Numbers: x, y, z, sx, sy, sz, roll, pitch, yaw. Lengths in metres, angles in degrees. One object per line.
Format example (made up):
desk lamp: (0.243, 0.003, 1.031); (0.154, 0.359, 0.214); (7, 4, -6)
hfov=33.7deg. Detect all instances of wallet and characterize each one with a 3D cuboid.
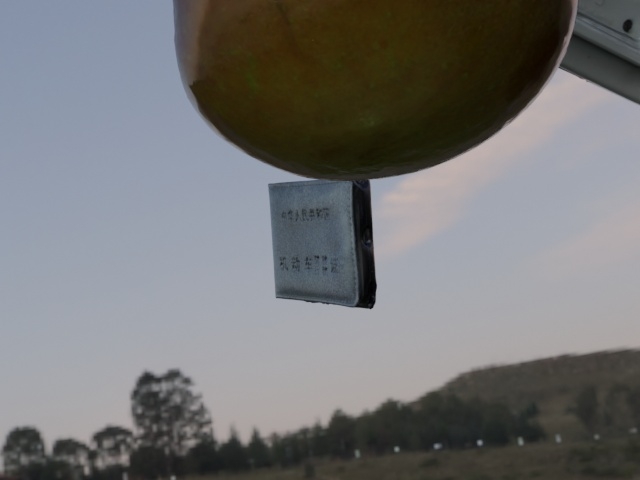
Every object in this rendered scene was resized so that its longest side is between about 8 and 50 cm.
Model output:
wallet: (-0.002, 0.000, 1.342); (0.036, 0.167, 0.222); (-6, 4, -33)

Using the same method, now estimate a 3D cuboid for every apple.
apple: (0.018, -0.147, 0.556); (0.208, 0.236, 0.237); (-19, -18, 4)

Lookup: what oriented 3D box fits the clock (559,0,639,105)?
clock: (0.290, -0.283, 1.078); (0.262, 0.231, 0.116); (24, 16, -12)
